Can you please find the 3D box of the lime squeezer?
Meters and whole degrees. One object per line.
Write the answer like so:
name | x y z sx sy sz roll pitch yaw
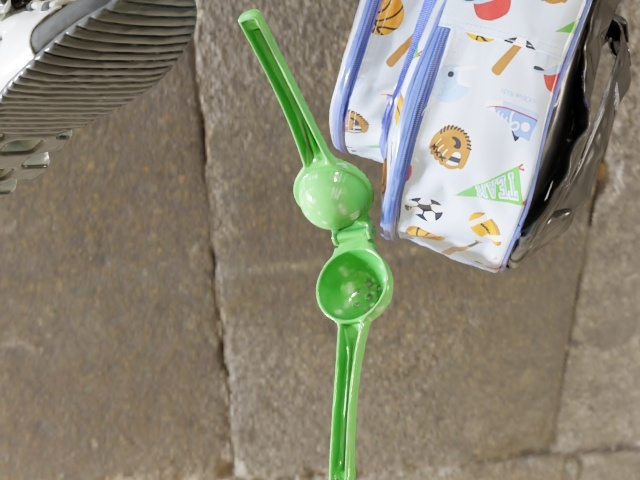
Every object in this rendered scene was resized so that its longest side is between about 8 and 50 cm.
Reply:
lime squeezer | 0.000 0.000 0.766 0.058 0.110 0.311 -7 95 42

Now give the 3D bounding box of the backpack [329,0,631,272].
backpack | 0.118 -0.114 0.823 0.213 0.263 0.276 10 170 13

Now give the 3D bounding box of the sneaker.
sneaker | -0.227 -0.152 0.863 0.330 0.146 0.122 -26 165 40
